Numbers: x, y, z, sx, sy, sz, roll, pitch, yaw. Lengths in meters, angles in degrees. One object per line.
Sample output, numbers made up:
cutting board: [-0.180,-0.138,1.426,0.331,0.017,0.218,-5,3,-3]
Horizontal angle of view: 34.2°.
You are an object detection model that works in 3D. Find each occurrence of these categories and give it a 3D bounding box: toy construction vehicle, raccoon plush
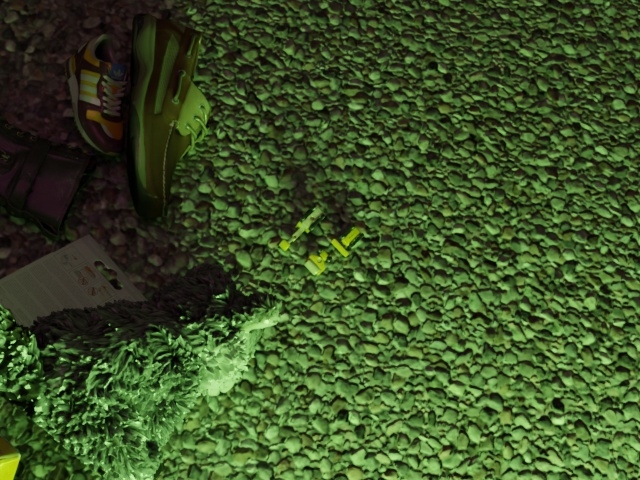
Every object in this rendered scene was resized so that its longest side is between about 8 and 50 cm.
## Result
toy construction vehicle: [0.000,0.000,1.490,0.086,0.035,0.098,43,68,0]
raccoon plush: [-0.216,0.102,1.203,0.216,0.446,0.299,35,77,23]

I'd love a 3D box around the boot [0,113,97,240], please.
boot: [-0.428,-0.140,1.468,0.229,0.091,0.263,15,67,-8]

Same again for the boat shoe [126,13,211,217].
boat shoe: [-0.216,-0.189,1.496,0.120,0.122,0.324,3,65,-11]

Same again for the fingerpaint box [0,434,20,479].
fingerpaint box: [-0.527,0.242,1.021,0.445,0.371,0.163,35,22,32]

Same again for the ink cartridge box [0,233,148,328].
ink cartridge box: [-0.343,0.087,1.399,0.145,0.045,0.179,46,48,14]

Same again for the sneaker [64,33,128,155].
sneaker: [-0.312,-0.212,1.501,0.069,0.084,0.185,8,54,-54]
